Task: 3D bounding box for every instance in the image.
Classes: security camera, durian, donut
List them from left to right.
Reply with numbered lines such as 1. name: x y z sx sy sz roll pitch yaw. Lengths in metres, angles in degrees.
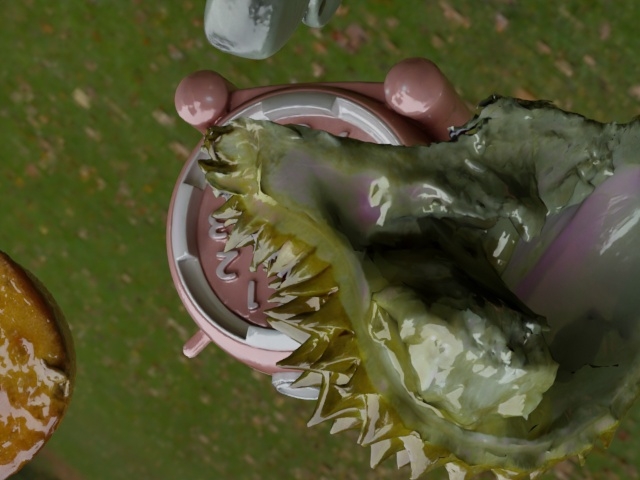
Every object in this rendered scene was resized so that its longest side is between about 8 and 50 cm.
1. donut: -0.361 0.123 1.401 0.253 0.253 0.118 39 -174 3
2. security camera: -0.025 -0.271 1.343 0.080 0.301 0.157 22 117 12
3. durian: 0.068 0.013 0.628 0.306 0.166 0.172 3 -136 -40

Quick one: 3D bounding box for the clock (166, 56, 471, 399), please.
1. clock: 0.000 0.000 1.055 0.227 0.241 0.142 -2 164 20
